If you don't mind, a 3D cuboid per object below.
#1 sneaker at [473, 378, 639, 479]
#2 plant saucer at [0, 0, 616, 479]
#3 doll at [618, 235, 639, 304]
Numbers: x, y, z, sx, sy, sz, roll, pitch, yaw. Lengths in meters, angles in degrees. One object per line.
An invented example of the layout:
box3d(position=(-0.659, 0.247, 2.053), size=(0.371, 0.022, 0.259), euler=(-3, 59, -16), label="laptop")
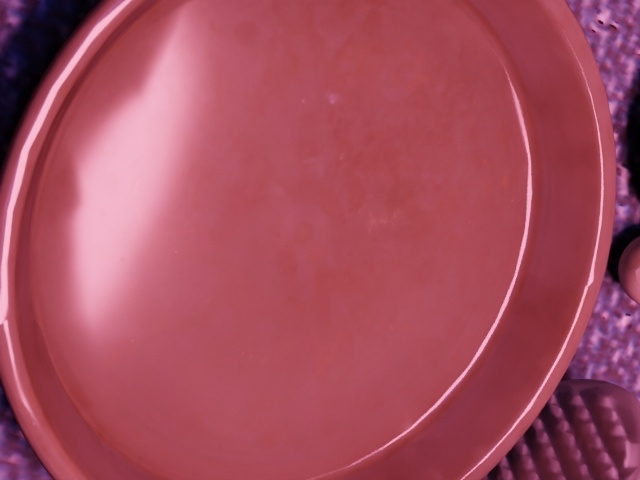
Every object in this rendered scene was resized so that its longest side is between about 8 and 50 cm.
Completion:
box3d(position=(0.060, 0.238, 0.573), size=(0.366, 0.135, 0.150), euler=(-47, 123, -22), label="sneaker")
box3d(position=(0.000, 0.000, 0.543), size=(0.278, 0.041, 0.278), euler=(-10, 111, -26), label="plant saucer")
box3d(position=(0.205, -0.047, 0.642), size=(0.129, 0.046, 0.189), euler=(36, 86, -33), label="doll")
